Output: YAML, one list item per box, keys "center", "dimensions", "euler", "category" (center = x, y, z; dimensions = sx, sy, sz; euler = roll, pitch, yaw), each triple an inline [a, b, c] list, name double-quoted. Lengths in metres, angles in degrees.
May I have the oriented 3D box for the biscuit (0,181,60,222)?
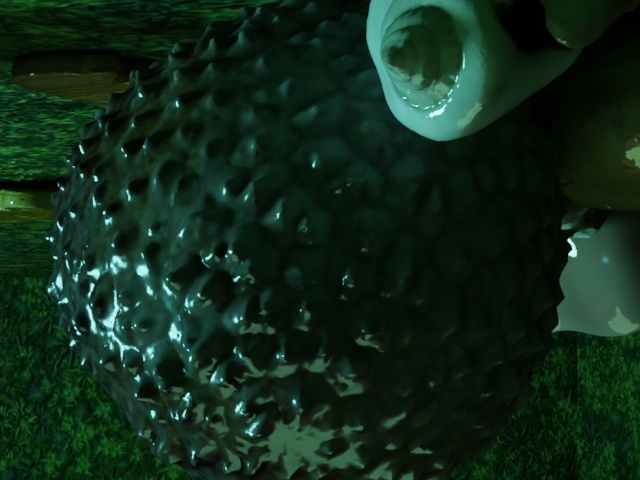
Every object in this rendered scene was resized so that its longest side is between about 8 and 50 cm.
- center: [-0.272, -0.040, 1.949]
  dimensions: [0.240, 0.035, 0.158]
  euler: [-1, 177, 28]
  category: "biscuit"

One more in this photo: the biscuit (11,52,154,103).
- center: [-0.141, -0.103, 1.271]
  dimensions: [0.102, 0.019, 0.130]
  euler: [-1, 176, 32]
  category: "biscuit"

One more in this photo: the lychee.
- center: [-0.005, -0.001, 1.047]
  dimensions: [0.300, 0.300, 0.300]
  euler: [1, 175, 0]
  category: "lychee"

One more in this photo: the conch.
- center: [0.092, -0.096, 0.896]
  dimensions: [0.176, 0.094, 0.104]
  euler: [-1, 138, -39]
  category: "conch"

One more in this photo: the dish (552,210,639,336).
- center: [0.183, -0.034, 1.398]
  dimensions: [0.213, 0.213, 0.090]
  euler: [-3, 141, 35]
  category: "dish"

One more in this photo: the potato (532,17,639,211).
- center: [0.179, -0.070, 1.078]
  dimensions: [0.118, 0.109, 0.178]
  euler: [26, 170, -12]
  category: "potato"

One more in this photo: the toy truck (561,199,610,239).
- center: [0.053, -0.055, 1.300]
  dimensions: [0.270, 0.114, 0.135]
  euler: [2, 180, 19]
  category: "toy truck"
